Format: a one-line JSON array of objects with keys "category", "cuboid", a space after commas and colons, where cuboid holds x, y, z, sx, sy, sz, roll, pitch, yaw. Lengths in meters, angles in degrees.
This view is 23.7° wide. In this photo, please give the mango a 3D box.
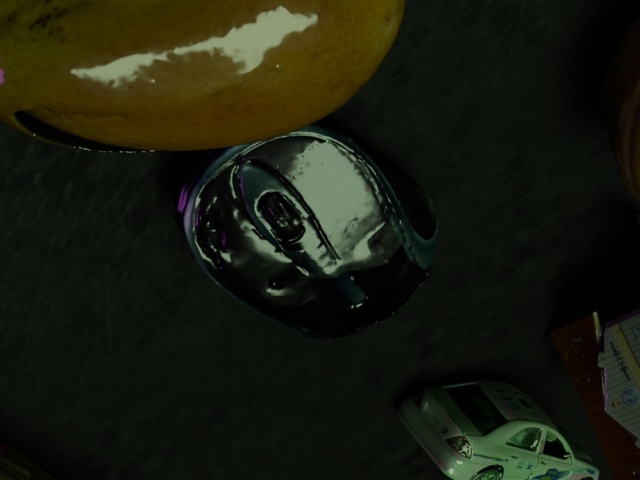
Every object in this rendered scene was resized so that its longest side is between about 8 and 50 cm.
[{"category": "mango", "cuboid": [-0.070, -0.117, 0.801, 0.236, 0.136, 0.166, -8, 139, -22]}]

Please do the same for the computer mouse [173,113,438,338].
[{"category": "computer mouse", "cuboid": [0.000, 0.000, 1.008, 0.137, 0.096, 0.233, -41, 143, 10]}]

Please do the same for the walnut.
[{"category": "walnut", "cuboid": [0.272, -0.094, 1.057, 0.155, 0.155, 0.184, -30, 140, -5]}]

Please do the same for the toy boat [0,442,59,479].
[{"category": "toy boat", "cuboid": [-0.206, 0.210, 1.067, 0.089, 0.121, 0.321, -37, 128, 5]}]

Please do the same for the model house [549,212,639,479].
[{"category": "model house", "cuboid": [0.261, 0.102, 1.257, 0.136, 0.219, 0.207, -28, 173, 22]}]

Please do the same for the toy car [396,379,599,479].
[{"category": "toy car", "cuboid": [0.165, 0.170, 1.317, 0.224, 0.090, 0.076, 15, 116, -45]}]
